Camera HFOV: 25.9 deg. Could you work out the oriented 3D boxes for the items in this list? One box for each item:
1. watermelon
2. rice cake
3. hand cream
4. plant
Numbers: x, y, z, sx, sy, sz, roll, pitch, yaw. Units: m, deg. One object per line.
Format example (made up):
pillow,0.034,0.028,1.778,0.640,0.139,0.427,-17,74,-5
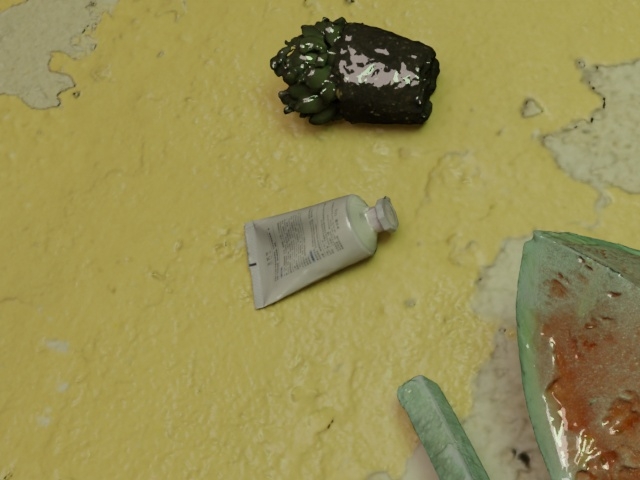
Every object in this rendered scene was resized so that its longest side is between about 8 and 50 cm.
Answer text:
watermelon,0.270,0.107,0.974,0.305,0.180,0.224,33,66,29
rice cake,0.109,0.182,1.047,0.033,0.033,0.208,-43,44,16
hand cream,0.000,0.000,1.190,0.142,0.053,0.084,-22,61,25
plant,0.029,-0.145,1.214,0.143,0.094,0.092,9,81,16
